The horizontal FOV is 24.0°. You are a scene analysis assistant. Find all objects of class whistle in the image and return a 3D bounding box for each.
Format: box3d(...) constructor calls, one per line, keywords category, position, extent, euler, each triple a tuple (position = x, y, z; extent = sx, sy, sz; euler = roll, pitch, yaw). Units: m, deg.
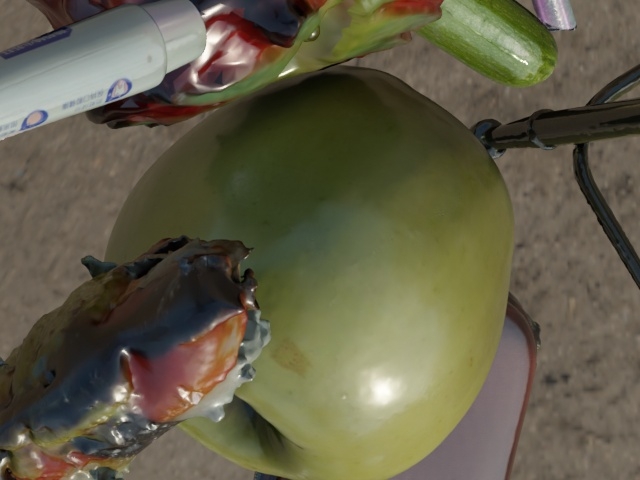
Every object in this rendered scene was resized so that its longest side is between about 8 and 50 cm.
box3d(category="whistle", position=(0.185, -0.244, 1.291), extent=(0.033, 0.033, 0.176), euler=(-13, 138, 15))

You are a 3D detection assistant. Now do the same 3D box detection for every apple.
box3d(category="apple", position=(-0.001, 0.024, 0.927), extent=(0.262, 0.262, 0.262), euler=(3, 121, 5))

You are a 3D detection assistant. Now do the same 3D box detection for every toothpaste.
box3d(category="toothpaste", position=(-0.133, -0.040, 0.515), extent=(0.052, 0.218, 0.033), euler=(-17, 98, 60))

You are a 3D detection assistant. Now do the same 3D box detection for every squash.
box3d(category="squash", position=(0.098, -0.191, 1.199), extent=(0.239, 0.069, 0.069), euler=(30, 121, -29))

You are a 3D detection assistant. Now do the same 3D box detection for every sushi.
box3d(category="sushi", position=(-0.103, 0.066, 0.755), extent=(0.226, 0.097, 0.103), euler=(-33, 134, 26))

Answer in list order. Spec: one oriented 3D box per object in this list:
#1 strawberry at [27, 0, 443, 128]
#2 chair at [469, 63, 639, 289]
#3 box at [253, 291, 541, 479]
box3d(category="strawberry", position=(-0.050, -0.229, 0.802), extent=(0.291, 0.292, 0.310), euler=(-15, 93, 16))
box3d(category="chair", position=(0.381, -0.030, 0.942), extent=(0.362, 0.410, 0.365), euler=(-31, 91, -11))
box3d(category="box", position=(0.066, 0.218, 1.472), extent=(0.263, 0.108, 0.404), euler=(9, 101, -21))
